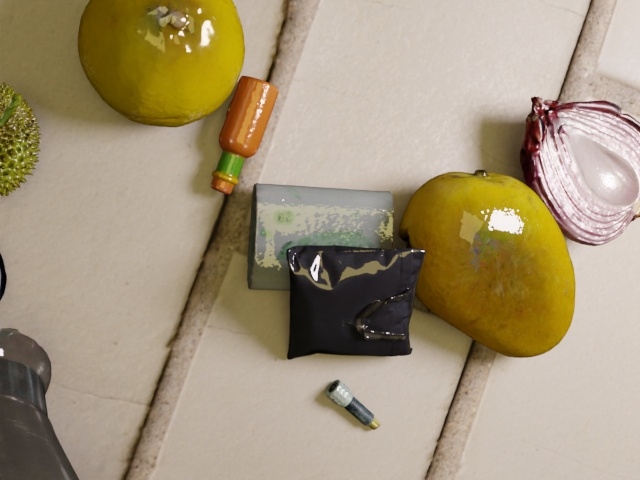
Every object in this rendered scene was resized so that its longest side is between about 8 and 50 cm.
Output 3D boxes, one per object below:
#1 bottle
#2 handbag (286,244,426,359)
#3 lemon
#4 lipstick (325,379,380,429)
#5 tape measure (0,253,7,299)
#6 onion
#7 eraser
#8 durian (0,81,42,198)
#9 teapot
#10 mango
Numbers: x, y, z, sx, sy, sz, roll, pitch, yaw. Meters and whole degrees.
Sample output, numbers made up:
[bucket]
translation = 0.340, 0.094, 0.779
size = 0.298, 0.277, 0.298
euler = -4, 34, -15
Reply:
[bottle]
translation = -0.127, -0.164, 1.094
size = 0.069, 0.069, 0.187
euler = 20, 90, -11
[handbag]
translation = 0.052, 0.105, 1.077
size = 0.211, 0.088, 0.254
euler = -1, 132, -3
[lemon]
translation = -0.225, -0.286, 0.995
size = 0.240, 0.219, 0.240
euler = 0, 90, -14
[lipstick]
translation = 0.060, 0.286, 1.171
size = 0.116, 0.037, 0.037
euler = 44, 85, -13
[tape measure]
translation = -0.563, 0.056, 1.006
size = 0.182, 0.107, 0.181
euler = 40, 92, -7
[onion]
translation = 0.429, -0.136, 1.172
size = 0.283, 0.120, 0.227
euler = 45, 79, -15
[eraser]
translation = 0.000, 0.000, 1.121
size = 0.227, 0.081, 0.174
euler = 3, 95, -12
[durian]
translation = -0.488, -0.136, 0.995
size = 0.159, 0.146, 0.198
euler = 2, 98, -27
[teapot]
translation = -0.476, 0.335, 0.910
size = 0.306, 0.361, 0.376
euler = 17, 124, -39
[mango]
translation = 0.281, 0.047, 1.121
size = 0.253, 0.182, 0.365
euler = -38, 104, 2
